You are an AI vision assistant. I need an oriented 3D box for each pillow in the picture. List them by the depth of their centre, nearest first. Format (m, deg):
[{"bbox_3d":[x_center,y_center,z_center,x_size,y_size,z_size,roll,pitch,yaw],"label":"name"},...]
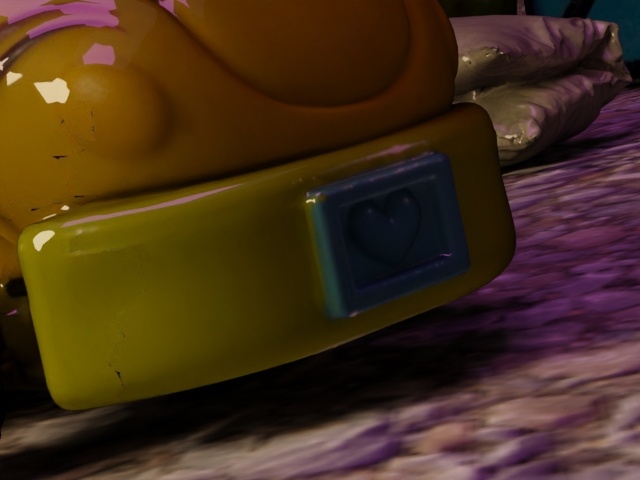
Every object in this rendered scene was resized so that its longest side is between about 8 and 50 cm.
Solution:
[{"bbox_3d":[0.052,-0.071,0.966,0.181,0.078,0.134,-5,9,37],"label":"pillow"}]

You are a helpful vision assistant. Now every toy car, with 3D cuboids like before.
[{"bbox_3d":[-0.072,-0.028,0.530,0.248,0.142,0.200,-7,8,44],"label":"toy car"}]

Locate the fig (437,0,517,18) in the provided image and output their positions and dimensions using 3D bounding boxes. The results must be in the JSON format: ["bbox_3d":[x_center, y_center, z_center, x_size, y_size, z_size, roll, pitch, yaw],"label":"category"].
[{"bbox_3d":[-0.015,-0.138,1.307,0.275,0.206,0.206,-31,2,14],"label":"fig"}]

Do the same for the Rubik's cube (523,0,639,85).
[{"bbox_3d":[0.286,-0.247,1.281,0.260,0.259,0.255,-6,10,46],"label":"Rubik's cube"}]
